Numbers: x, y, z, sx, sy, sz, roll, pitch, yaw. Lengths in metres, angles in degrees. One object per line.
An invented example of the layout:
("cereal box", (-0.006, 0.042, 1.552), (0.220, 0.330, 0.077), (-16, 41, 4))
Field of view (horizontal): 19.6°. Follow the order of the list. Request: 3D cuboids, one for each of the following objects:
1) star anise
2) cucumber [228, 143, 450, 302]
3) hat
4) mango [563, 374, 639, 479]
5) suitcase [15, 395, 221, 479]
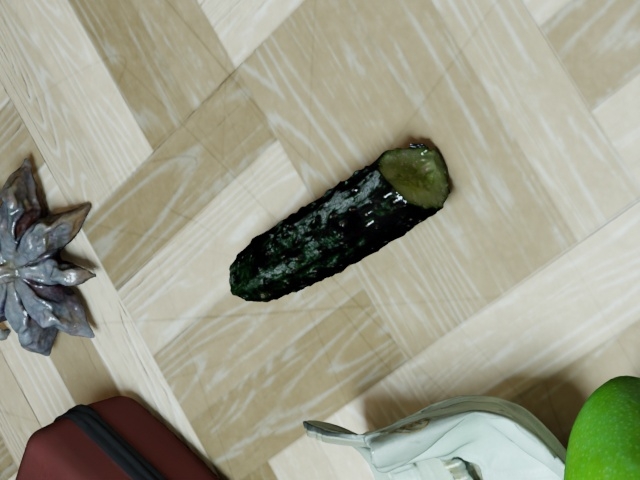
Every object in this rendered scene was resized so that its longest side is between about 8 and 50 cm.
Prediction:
("star anise", (-0.339, 0.038, 2.082), (0.230, 0.081, 0.262), (46, 130, 8))
("cucumber", (0.000, 0.000, 1.741), (0.072, 0.081, 0.303), (43, 137, -14))
("hat", (0.123, 0.231, 1.681), (0.301, 0.168, 0.257), (20, 138, 65))
("mango", (0.295, 0.284, 1.463), (0.201, 0.225, 0.381), (-33, 62, 37))
("suitcase", (-0.232, 0.340, 2.027), (0.236, 0.161, 0.297), (40, 129, 27))
